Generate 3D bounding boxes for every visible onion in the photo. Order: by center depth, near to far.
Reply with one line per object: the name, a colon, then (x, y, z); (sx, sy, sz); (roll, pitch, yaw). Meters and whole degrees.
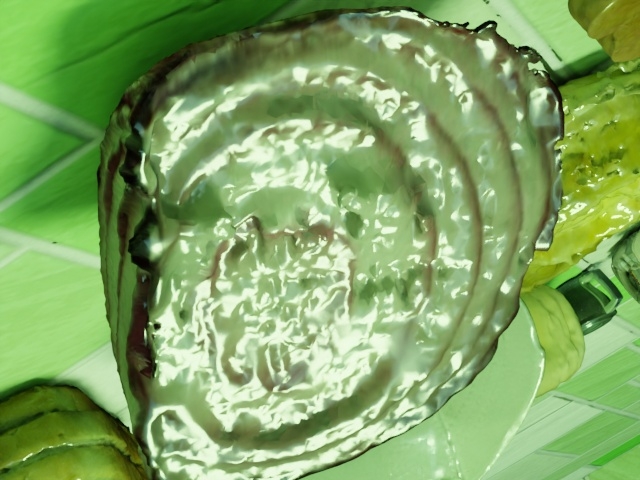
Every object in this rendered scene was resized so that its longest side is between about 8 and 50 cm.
onion: (-0.005, -0.009, 0.935); (0.280, 0.146, 0.314); (-15, 125, -25)

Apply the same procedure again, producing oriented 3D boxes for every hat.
hat: (0.020, 0.087, 1.157); (0.168, 0.257, 0.301); (-7, 143, -38)

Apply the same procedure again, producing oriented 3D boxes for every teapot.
teapot: (0.287, 0.066, 1.755); (0.066, 0.057, 0.088); (-15, 161, -41)

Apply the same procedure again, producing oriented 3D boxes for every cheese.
cheese: (0.160, 0.138, 1.677); (0.226, 0.117, 0.214); (-20, 167, -38)

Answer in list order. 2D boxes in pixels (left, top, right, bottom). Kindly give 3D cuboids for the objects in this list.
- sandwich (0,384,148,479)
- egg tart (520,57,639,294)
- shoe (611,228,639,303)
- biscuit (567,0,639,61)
sandwich: (-0.272, 0.220, 1.291); (0.273, 0.095, 0.249); (-28, 159, 0)
egg tart: (0.194, -0.040, 1.272); (0.279, 0.095, 0.279); (-24, 161, -9)
shoe: (0.359, 0.031, 1.715); (0.092, 0.089, 0.180); (-29, 159, -2)
biscuit: (0.241, -0.202, 0.983); (0.202, 0.044, 0.288); (-25, 163, -10)
